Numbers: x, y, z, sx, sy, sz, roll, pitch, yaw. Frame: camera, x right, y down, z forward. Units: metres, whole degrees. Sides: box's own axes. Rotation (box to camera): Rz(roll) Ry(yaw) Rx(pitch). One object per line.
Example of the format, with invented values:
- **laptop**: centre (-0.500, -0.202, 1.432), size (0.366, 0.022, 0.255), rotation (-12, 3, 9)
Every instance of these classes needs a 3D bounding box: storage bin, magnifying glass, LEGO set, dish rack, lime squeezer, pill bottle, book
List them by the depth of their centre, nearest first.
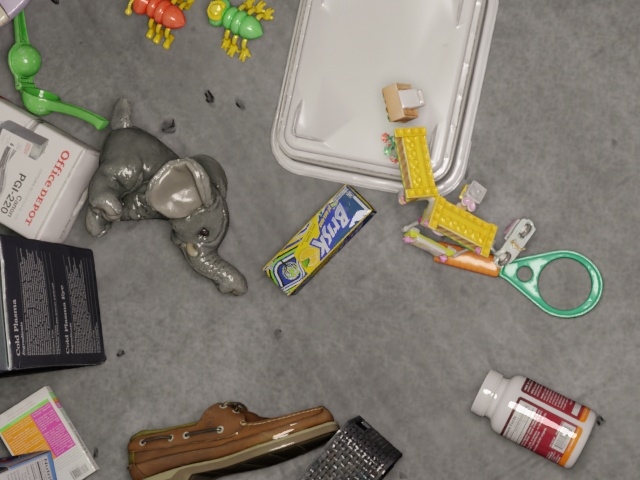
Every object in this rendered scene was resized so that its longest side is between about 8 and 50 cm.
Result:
- **LEGO set**: centre (0.144, -0.065, 1.630), size (0.287, 0.107, 0.132), rotation (48, 65, -6)
- **pill bottle**: centre (0.282, 0.233, 1.631), size (0.152, 0.086, 0.086), rotation (27, 92, 12)
- **storage bin**: centre (0.019, 0.333, 1.658), size (0.084, 0.122, 0.180), rotation (40, 95, 11)
- **magnifying glass**: centre (0.270, 0.043, 1.675), size (0.231, 0.026, 0.092), rotation (15, 90, 13)
- **dish rack**: centre (0.083, -0.241, 1.708), size (0.285, 0.072, 0.333), rotation (12, 88, 12)
- **book**: centre (-0.400, 0.298, 1.791), size (0.096, 0.035, 0.144), rotation (-33, 83, 7)
- **lime squeezer**: centre (-0.414, -0.256, 1.793), size (0.310, 0.058, 0.110), rotation (59, 138, 21)

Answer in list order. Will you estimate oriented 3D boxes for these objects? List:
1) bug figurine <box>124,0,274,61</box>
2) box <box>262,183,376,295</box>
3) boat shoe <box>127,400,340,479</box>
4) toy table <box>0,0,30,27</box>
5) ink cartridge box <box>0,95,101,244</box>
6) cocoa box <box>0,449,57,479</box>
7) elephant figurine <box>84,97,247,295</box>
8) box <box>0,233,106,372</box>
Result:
- **bug figurine**: centre (-0.147, -0.395, 1.760), size (0.216, 0.072, 0.279), rotation (28, 92, 11)
- **box**: centre (0.000, 0.000, 1.713), size (0.054, 0.059, 0.169), rotation (45, 96, 8)
- **boat shoe**: centre (-0.128, 0.271, 1.697), size (0.307, 0.111, 0.104), rotation (-18, 69, 7)
- **toy table**: centre (-0.507, -0.385, 1.714), size (0.252, 0.161, 0.274), rotation (42, 88, 0)
- **ink cartridge box**: centre (-0.448, -0.108, 1.794), size (0.218, 0.092, 0.159), rotation (29, 93, 10)
- **cocoa box**: centre (-0.548, 0.445, 1.698), size (0.347, 0.228, 0.231), rotation (-13, 89, 14)
- **elephant figurine**: centre (-0.197, -0.057, 1.727), size (0.239, 0.186, 0.169), rotation (13, 46, 1)
- **box**: centre (-0.517, 0.108, 1.682), size (0.343, 0.312, 0.179), rotation (-9, 85, 10)
